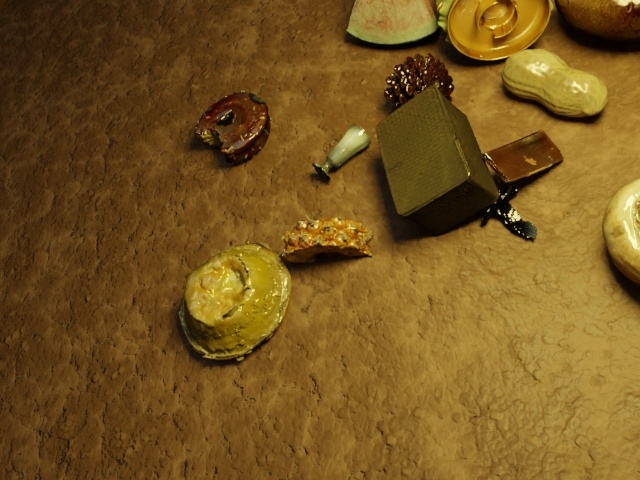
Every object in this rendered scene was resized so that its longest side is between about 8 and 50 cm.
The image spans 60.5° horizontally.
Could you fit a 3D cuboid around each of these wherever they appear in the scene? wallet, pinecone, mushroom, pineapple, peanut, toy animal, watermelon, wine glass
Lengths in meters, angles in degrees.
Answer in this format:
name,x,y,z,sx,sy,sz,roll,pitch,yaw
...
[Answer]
name,x,y,z,sx,sy,sz,roll,pitch,yaw
wallet,0.450,-0.183,1.213,0.176,0.026,0.095,-24,68,-22
pinecone,0.239,-0.388,1.395,0.165,0.163,0.163,9,64,50
mushroom,0.649,-0.018,0.988,0.254,0.184,0.255,-13,44,13
mushroom,0.734,-0.583,1.259,0.345,0.239,0.345,-25,50,33
pineapple,0.000,-0.001,1.284,0.233,0.135,0.080,-11,59,16
peanut,0.544,-0.367,1.272,0.256,0.123,0.123,36,80,32
toy animal,0.392,-0.081,1.215,0.220,0.062,0.108,33,100,33
watermelon,0.246,-0.703,1.523,0.250,0.293,0.283,25,71,2
wine glass,0.054,-0.229,1.429,0.155,0.072,0.072,-43,55,-3

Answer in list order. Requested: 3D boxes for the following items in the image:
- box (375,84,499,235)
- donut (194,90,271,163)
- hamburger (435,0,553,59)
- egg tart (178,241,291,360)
name,x,y,z,sx,sy,sz,roll,pitch,yaw
box,0.255,-0.178,1.239,0.184,0.143,0.274,-32,53,30
donut,-0.245,-0.328,1.599,0.230,0.096,0.216,22,70,32
hamburger,0.425,-0.608,1.366,0.274,0.274,0.212,-11,52,18
egg tart,-0.221,0.126,1.315,0.314,0.120,0.315,-10,59,17
